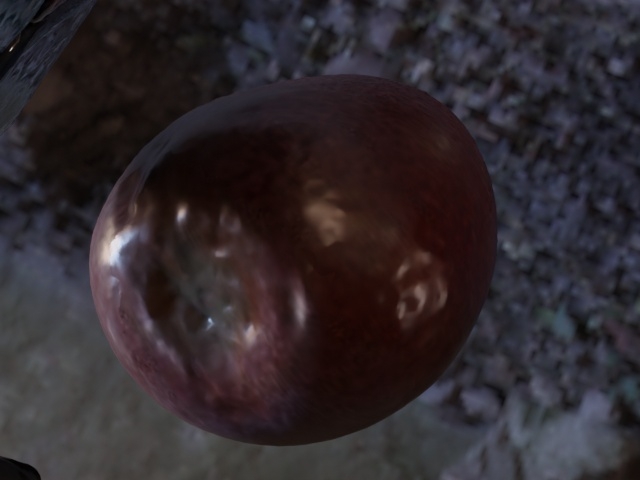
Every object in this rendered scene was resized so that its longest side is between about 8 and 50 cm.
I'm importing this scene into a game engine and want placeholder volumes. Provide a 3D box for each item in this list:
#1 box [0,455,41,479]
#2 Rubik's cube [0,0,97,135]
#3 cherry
[{"bbox_3d":[-0.324,0.158,0.789,0.359,0.091,0.350,15,141,-38],"label":"box"},{"bbox_3d":[-0.265,-0.188,0.918,0.316,0.313,0.318,37,122,-2],"label":"Rubik's cube"},{"bbox_3d":[-0.001,0.009,1.105,0.239,0.206,0.239,-19,172,-3],"label":"cherry"}]
